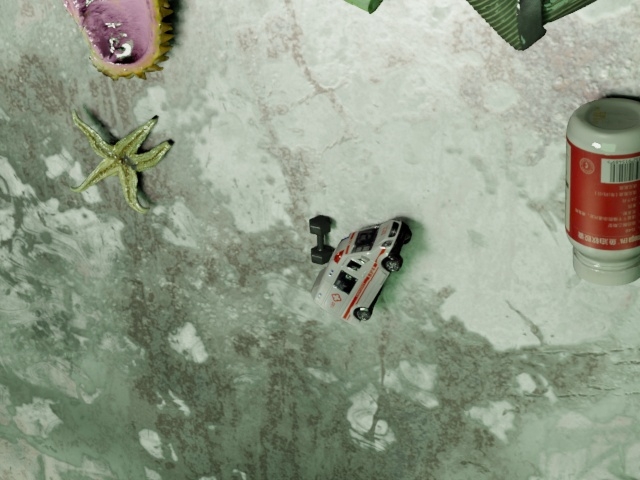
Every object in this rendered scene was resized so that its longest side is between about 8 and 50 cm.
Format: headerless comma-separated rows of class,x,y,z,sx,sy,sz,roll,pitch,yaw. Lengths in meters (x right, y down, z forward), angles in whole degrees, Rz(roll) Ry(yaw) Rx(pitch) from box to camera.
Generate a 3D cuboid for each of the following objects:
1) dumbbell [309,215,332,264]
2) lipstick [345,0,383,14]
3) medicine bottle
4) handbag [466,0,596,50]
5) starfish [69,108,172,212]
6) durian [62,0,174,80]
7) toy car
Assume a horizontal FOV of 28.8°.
dumbbell,0.000,0.000,2.083,0.036,0.040,0.083,38,141,44
lipstick,-0.040,-0.421,1.783,0.304,0.076,0.076,29,131,6
medicine bottle,0.411,-0.067,1.760,0.131,0.131,0.250,9,126,22
handbag,0.291,-0.403,1.509,0.341,0.247,0.240,-27,109,32
starfish,-0.350,-0.144,2.153,0.223,0.050,0.217,-30,115,22
durian,-0.307,-0.400,1.921,0.191,0.112,0.341,-7,127,20
toy car,0.067,0.040,2.035,0.108,0.089,0.209,27,132,-1
